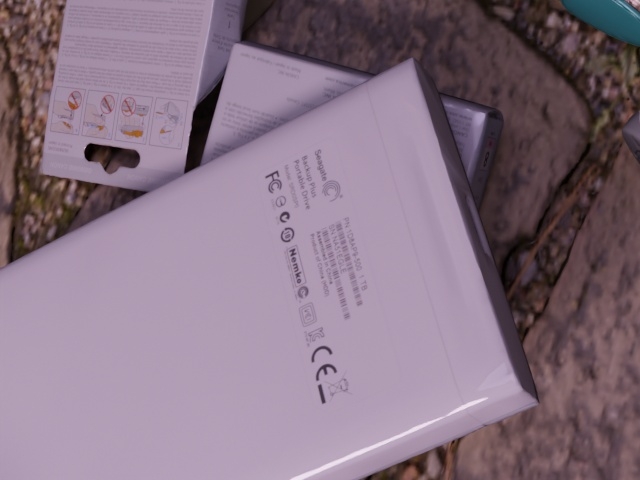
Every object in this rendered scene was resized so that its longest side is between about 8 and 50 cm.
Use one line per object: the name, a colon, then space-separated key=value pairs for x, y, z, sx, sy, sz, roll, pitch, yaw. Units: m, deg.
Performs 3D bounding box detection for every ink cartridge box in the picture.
ink cartridge box: x=0.000 y=0.000 z=1.022 sx=0.189 sy=0.066 sz=0.232 roll=18 pitch=99 yaw=20
ink cartridge box: x=-0.123 y=-0.125 z=1.079 sx=0.145 sy=0.045 sz=0.179 roll=10 pitch=94 yaw=37

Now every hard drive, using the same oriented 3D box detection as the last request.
hard drive: x=-0.060 y=0.062 z=0.953 sx=0.353 sy=0.047 sz=0.233 roll=-26 pitch=59 yaw=18

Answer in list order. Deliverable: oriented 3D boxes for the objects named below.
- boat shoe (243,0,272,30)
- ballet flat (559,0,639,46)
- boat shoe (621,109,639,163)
boat shoe: x=-0.034 y=-0.207 z=1.091 sx=0.137 sy=0.049 sz=0.043 roll=-45 pitch=64 yaw=3
ballet flat: x=0.167 y=-0.185 z=1.022 sx=0.168 sy=0.057 sz=0.052 roll=30 pitch=73 yaw=22
boat shoe: x=0.326 y=-0.010 z=0.887 sx=0.320 sy=0.118 sz=0.103 roll=38 pitch=88 yaw=31
